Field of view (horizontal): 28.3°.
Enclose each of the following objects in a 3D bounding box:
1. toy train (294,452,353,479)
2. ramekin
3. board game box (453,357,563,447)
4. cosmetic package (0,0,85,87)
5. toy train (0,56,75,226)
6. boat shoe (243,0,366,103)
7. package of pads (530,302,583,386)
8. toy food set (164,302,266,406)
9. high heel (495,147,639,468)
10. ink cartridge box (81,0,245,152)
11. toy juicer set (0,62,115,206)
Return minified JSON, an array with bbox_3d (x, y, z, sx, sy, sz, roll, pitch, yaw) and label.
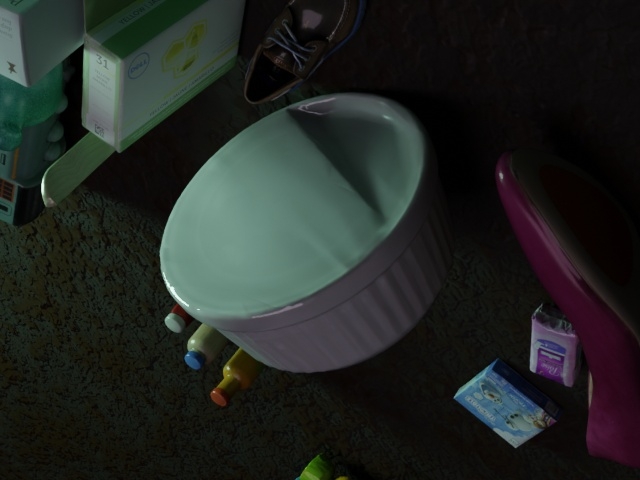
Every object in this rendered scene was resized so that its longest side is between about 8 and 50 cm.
[{"bbox_3d":[0.034,0.329,1.630,0.143,0.105,0.248,44,146,15],"label":"toy train"},{"bbox_3d":[0.000,0.000,1.170,0.273,0.272,0.127,4,143,38],"label":"ramekin"},{"bbox_3d":[0.203,0.178,1.378,0.090,0.020,0.090,38,145,0],"label":"board game box"},{"bbox_3d":[-0.229,-0.246,1.113,0.117,0.231,0.085,26,141,17],"label":"cosmetic package"},{"bbox_3d":[-0.376,-0.155,1.431,0.190,0.142,0.334,25,141,-2],"label":"toy train"},{"bbox_3d":[-0.017,-0.178,1.144,0.066,0.066,0.183,38,144,0],"label":"boat shoe"},{"bbox_3d":[0.235,0.104,1.261,0.050,0.032,0.083,22,141,26],"label":"package of pads"},{"bbox_3d":[-0.110,0.082,1.470,0.111,0.104,0.232,28,143,14],"label":"toy food set"},{"bbox_3d":[0.228,0.079,1.152,0.181,0.127,0.377,-23,116,39],"label":"high heel"},{"bbox_3d":[-0.135,-0.210,1.122,0.056,0.171,0.235,36,144,16],"label":"ink cartridge box"},{"bbox_3d":[-0.281,-0.176,1.236,0.089,0.209,0.329,-40,79,38],"label":"toy juicer set"}]
